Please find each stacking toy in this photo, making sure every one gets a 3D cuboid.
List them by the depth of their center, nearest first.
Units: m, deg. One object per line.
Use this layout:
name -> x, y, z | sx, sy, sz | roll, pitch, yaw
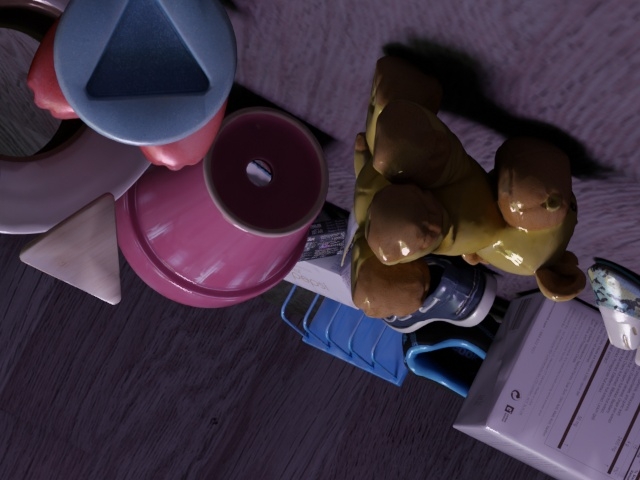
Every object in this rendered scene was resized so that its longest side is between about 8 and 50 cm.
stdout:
stacking toy -> -0.224, -0.098, 1.104 | 0.309, 0.279, 0.130 | 16, -174, -10

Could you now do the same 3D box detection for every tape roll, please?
tape roll -> -0.260, -0.126, 1.272 | 0.246, 0.246, 0.169 | 29, 172, -17

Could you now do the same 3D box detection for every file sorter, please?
file sorter -> 0.050, 0.101, 2.084 | 0.170, 0.118, 0.104 | 23, 169, 33

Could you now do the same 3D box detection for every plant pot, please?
plant pot -> -0.085, -0.045, 1.506 | 0.201, 0.201, 0.180 | 29, 157, -16

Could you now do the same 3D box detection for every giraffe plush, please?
giraffe plush -> 0.112, -0.023, 1.114 | 0.171, 0.181, 0.210 | 6, 163, -4

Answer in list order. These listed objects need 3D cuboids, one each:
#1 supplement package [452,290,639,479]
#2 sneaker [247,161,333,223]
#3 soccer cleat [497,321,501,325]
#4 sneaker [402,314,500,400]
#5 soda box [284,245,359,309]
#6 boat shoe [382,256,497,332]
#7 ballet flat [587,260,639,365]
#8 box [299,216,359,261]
supplement package -> 0.330, 0.199, 1.725 | 0.293, 0.175, 0.177 | 27, 171, -4
sneaker -> -0.072, -0.030, 1.864 | 0.229, 0.092, 0.087 | 31, 170, -36
soccer cleat -> 0.246, 0.154, 2.009 | 0.248, 0.095, 0.083 | 24, 172, 17
sneaker -> 0.255, 0.186, 1.899 | 0.341, 0.125, 0.139 | 21, -157, 6
soda box -> -0.020, 0.015, 2.014 | 0.216, 0.069, 0.074 | 21, 151, 40
boat shoe -> 0.116, 0.061, 1.830 | 0.079, 0.095, 0.254 | 28, 171, -20
ballet flat -> 0.310, 0.085, 1.450 | 0.188, 0.070, 0.070 | 32, 171, -34
box -> 0.000, 0.000, 1.839 | 0.083, 0.018, 0.067 | -10, 155, -16
